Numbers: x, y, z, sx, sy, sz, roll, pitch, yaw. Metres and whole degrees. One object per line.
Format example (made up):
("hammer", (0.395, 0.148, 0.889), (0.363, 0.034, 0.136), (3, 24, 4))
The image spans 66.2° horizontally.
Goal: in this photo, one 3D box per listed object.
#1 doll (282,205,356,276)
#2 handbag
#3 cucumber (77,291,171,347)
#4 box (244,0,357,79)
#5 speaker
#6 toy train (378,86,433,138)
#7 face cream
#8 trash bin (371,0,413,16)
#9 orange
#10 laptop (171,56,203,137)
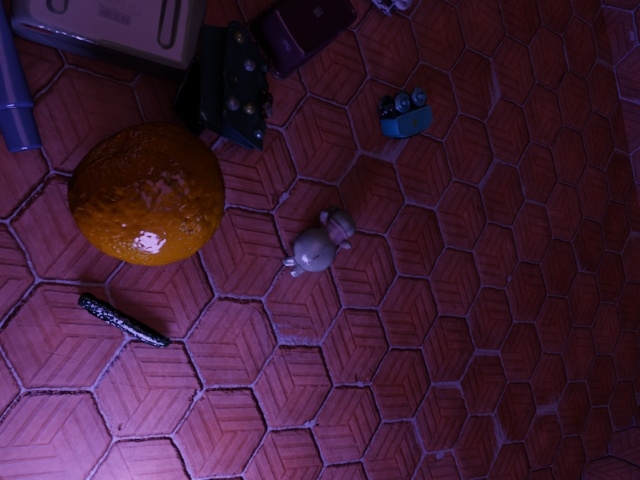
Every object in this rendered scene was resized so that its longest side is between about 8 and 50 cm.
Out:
("doll", (0.009, -0.001, 1.485), (0.275, 0.113, 0.155), (-45, 116, -24))
("handbag", (-0.203, -0.393, 1.265), (0.274, 0.100, 0.269), (23, 67, -70))
("cucumber", (-0.485, 0.207, 1.228), (0.256, 0.043, 0.044), (39, 77, -27))
("box", (-0.048, -0.623, 1.404), (0.294, 0.167, 0.193), (-46, 111, -23))
("speaker", (-0.483, -0.519, 1.136), (0.406, 0.183, 0.184), (8, 93, -31))
("toy train", (0.284, -0.427, 1.652), (0.198, 0.107, 0.154), (-26, 112, -29))
("face cream", (-0.692, -0.385, 1.053), (0.086, 0.135, 0.385), (-36, 116, -64))
("trash bin", (0.306, -0.900, 1.495), (0.256, 0.367, 0.296), (37, 73, -27))
("orange", (-0.380, -0.099, 1.124), (0.340, 0.340, 0.293), (-46, 137, -22))
("laptop", (-0.316, -0.355, 1.244), (0.016, 0.197, 0.135), (20, 80, 5))
